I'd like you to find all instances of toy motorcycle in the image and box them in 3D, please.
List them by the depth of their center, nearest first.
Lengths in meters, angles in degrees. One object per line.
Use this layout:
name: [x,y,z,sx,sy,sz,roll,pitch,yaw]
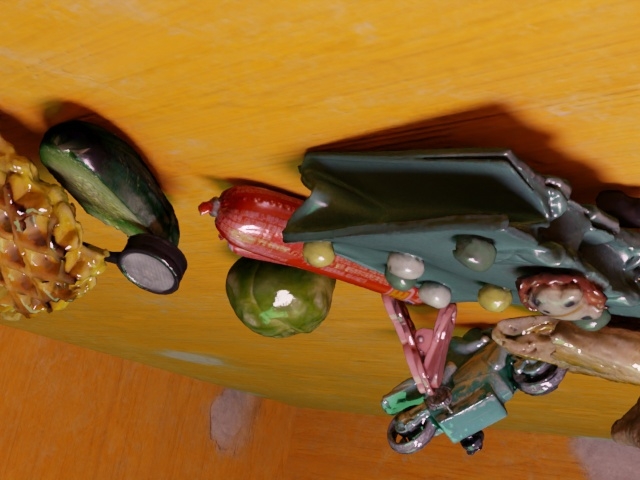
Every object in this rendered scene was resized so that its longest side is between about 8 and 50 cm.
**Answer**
toy motorcycle: [0.221,0.211,1.264,0.296,0.198,0.109,-32,115,12]

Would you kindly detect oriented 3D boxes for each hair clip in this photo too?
hair clip: [0.134,0.147,1.196,0.102,0.138,0.123,10,172,21]

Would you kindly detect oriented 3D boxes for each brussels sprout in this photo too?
brussels sprout: [-0.053,0.071,1.088,0.155,0.118,0.155,10,154,5]

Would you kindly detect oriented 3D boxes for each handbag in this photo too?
handbag: [0.128,0.011,0.732,0.268,0.100,0.274,26,168,-41]

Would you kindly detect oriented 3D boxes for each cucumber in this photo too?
cucumber: [-0.204,-0.060,0.828,0.115,0.063,0.244,26,167,7]

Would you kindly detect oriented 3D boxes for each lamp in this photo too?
lamp: [-0.293,-0.026,0.916,0.371,0.108,0.130,0,134,32]

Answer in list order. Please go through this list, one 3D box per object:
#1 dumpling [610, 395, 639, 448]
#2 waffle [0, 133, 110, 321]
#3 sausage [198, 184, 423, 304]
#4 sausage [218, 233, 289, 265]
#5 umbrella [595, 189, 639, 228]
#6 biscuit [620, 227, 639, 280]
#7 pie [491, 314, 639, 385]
dumpling: [0.432,0.203,0.943,0.166,0.086,0.332,-18,176,5]
waffle: [-0.336,-0.022,0.839,0.243,0.059,0.238,49,136,-6]
sausage: [0.000,0.000,0.887,0.274,0.074,0.074,19,162,-23]
sausage: [-0.052,0.006,1.003,0.145,0.050,0.048,11,137,3]
umbrella: [0.343,-0.019,0.638,0.248,0.071,0.071,5,164,38]
biscuit: [0.351,0.031,0.826,0.204,0.040,0.309,13,163,-8]
pie: [0.377,0.128,0.986,0.337,0.075,0.337,4,177,0]
